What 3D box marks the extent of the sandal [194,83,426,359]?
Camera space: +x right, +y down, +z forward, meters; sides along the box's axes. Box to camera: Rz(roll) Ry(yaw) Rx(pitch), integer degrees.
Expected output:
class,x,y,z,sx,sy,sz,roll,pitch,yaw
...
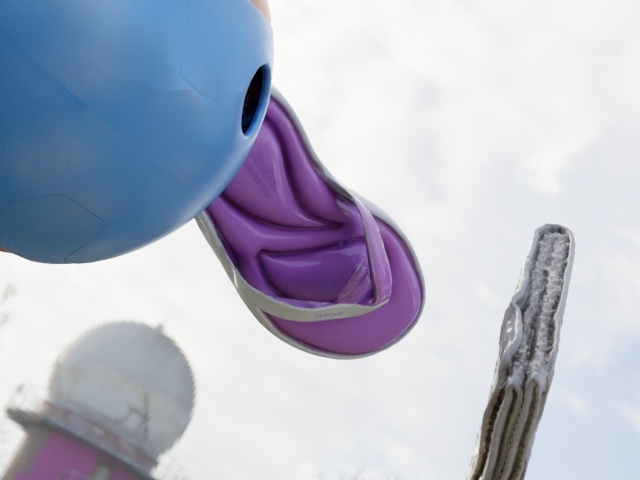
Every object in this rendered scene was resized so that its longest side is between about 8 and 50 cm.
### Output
class,x,y,z,sx,sy,sz,roll,pitch,yaw
sandal,-0.011,0.011,1.138,0.416,0.169,0.102,46,-1,-44

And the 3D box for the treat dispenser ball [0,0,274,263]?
class,x,y,z,sx,sy,sz,roll,pitch,yaw
treat dispenser ball,-0.174,-0.128,0.801,0.288,0.288,0.288,24,-22,10

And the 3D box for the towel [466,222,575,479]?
class,x,y,z,sx,sy,sz,roll,pitch,yaw
towel,0.165,0.117,1.019,0.049,0.282,0.187,15,-65,9
